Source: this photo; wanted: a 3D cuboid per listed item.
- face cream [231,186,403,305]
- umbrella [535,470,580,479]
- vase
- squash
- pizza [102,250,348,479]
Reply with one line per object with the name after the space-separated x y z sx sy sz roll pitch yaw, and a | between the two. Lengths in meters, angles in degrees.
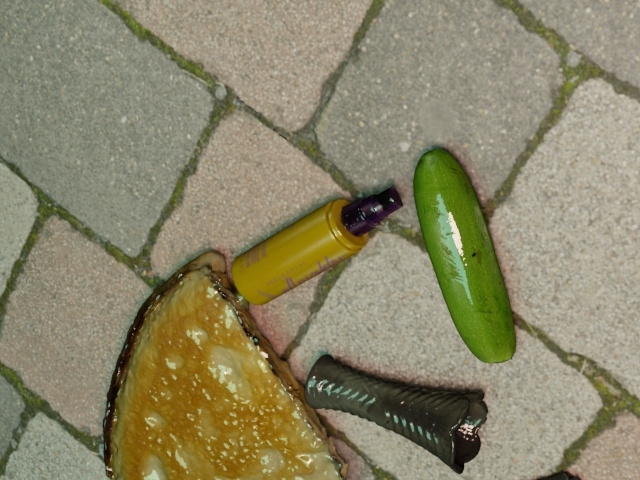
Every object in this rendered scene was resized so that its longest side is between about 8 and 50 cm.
0.000 0.000 1.784 0.273 0.078 0.078 -30 91 33 | face cream
0.284 0.333 1.769 0.133 0.031 0.036 -19 99 32 | umbrella
0.096 0.223 1.798 0.237 0.115 0.115 16 114 26 | vase
0.183 0.026 1.689 0.082 0.082 0.292 -13 100 32 | squash
-0.167 0.205 1.950 0.435 0.080 0.392 -1 106 28 | pizza
